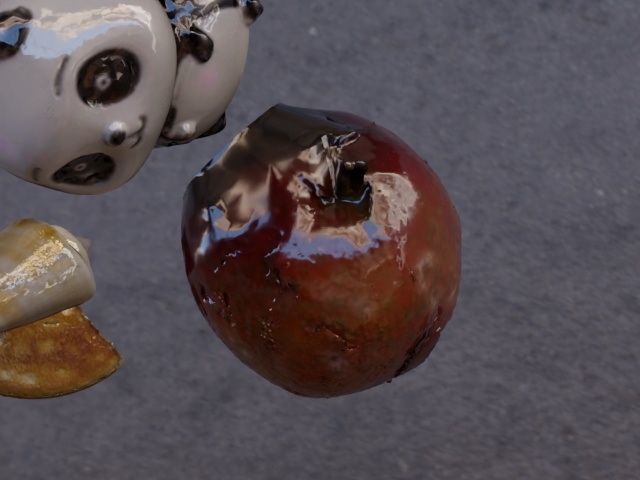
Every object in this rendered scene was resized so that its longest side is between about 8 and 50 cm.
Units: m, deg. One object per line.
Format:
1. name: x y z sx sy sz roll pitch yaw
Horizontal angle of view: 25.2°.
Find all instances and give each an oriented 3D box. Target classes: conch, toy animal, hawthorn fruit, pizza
1. conch: -0.391 0.042 1.781 0.158 0.255 0.127 11 113 39
2. toy animal: -0.172 -0.135 1.110 0.165 0.235 0.187 30 124 16
3. hawthorn fruit: -0.005 0.006 1.449 0.316 0.316 0.316 -13 67 32
4. pizza: -0.374 0.123 1.988 0.053 0.201 0.193 -178 88 -74
